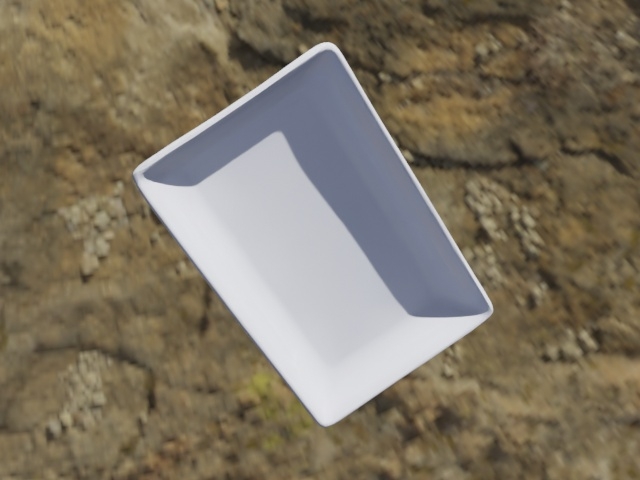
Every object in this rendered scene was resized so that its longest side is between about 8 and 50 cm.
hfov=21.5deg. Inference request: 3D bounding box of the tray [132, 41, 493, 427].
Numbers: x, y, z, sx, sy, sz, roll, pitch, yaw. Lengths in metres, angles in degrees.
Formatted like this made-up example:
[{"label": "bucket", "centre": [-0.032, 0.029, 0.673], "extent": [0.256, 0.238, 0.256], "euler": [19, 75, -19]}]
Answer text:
[{"label": "tray", "centre": [0.000, 0.000, 1.069], "extent": [0.145, 0.030, 0.270], "euler": [-34, 131, 1]}]
